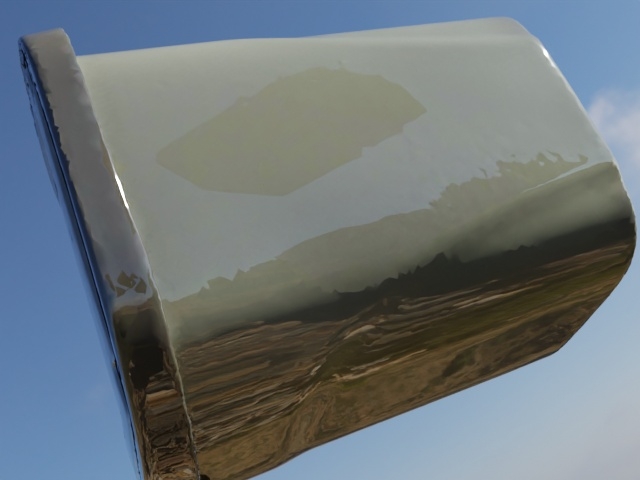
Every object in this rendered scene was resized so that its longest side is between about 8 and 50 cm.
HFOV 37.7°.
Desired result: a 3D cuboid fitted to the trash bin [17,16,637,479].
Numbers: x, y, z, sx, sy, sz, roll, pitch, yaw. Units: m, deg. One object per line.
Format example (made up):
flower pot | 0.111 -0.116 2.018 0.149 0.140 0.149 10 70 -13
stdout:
trash bin | 0.000 0.000 0.485 0.250 0.220 0.219 -14 -26 -18
